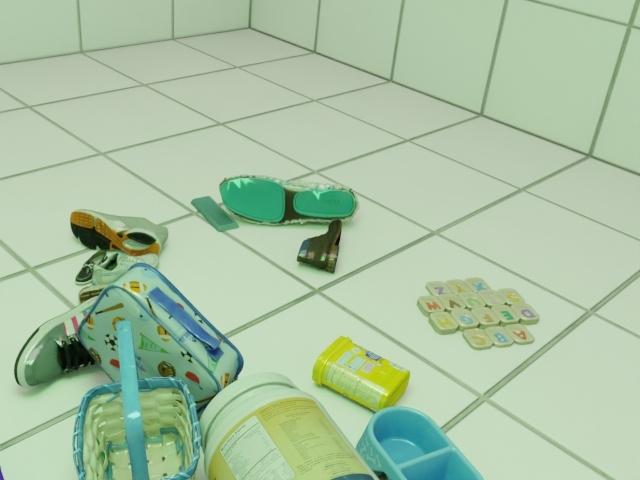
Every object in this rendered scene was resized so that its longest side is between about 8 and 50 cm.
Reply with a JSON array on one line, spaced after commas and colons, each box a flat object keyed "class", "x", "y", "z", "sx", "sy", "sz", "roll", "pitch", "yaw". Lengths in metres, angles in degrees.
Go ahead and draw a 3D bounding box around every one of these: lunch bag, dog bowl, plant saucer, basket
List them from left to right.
[{"class": "basket", "x": -0.297, "y": 0.308, "z": 1.178, "sx": 0.201, "sy": 0.288, "sz": 0.254, "roll": -3, "pitch": 31, "yaw": -15}, {"class": "lunch bag", "x": -0.291, "y": 0.199, "z": 1.348, "sx": 0.303, "sy": 0.243, "sz": 0.115, "roll": 43, "pitch": 36, "yaw": -1}, {"class": "plant saucer", "x": -0.309, "y": -0.081, "z": 2.113, "sx": 0.067, "sy": 0.018, "sz": 0.192, "roll": -14, "pitch": 37, "yaw": -31}, {"class": "dog bowl", "x": 0.183, "y": 0.413, "z": 1.308, "sx": 0.166, "sy": 0.074, "sz": 0.297, "roll": -10, "pitch": 35, "yaw": -27}]

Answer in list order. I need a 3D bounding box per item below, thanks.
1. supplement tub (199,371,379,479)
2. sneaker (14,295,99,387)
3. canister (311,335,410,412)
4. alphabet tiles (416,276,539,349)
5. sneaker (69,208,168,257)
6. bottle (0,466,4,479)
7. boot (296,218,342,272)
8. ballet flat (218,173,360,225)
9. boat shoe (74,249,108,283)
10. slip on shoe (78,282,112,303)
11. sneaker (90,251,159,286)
[{"class": "supplement tub", "x": -0.049, "y": 0.382, "z": 1.163, "sx": 0.228, "sy": 0.228, "sz": 0.316, "roll": -11, "pitch": 34, "yaw": -28}, {"class": "sneaker", "x": -0.457, "y": 0.216, "z": 1.483, "sx": 0.179, "sy": 0.123, "sz": 0.295, "roll": 8, "pitch": 28, "yaw": 22}, {"class": "canister", "x": 0.086, "y": 0.281, "z": 1.516, "sx": 0.170, "sy": 0.073, "sz": 0.126, "roll": 24, "pitch": 34, "yaw": 25}, {"class": "alphabet tiles", "x": 0.392, "y": 0.172, "z": 1.814, "sx": 0.284, "sy": 0.021, "sz": 0.278, "roll": -4, "pitch": 32, "yaw": -18}, {"class": "sneaker", "x": -0.526, "y": -0.026, "z": 1.917, "sx": 0.263, "sy": 0.099, "sz": 0.121, "roll": 19, "pitch": 24, "yaw": 6}, {"class": "bottle", "x": -0.569, "y": 0.400, "z": 1.163, "sx": 0.118, "sy": 0.092, "sz": 0.283, "roll": -13, "pitch": 35, "yaw": -31}, {"class": "boot", "x": 0.000, "y": 0.000, "z": 1.971, "sx": 0.106, "sy": 0.082, "sz": 0.219, "roll": 10, "pitch": 32, "yaw": 0}, {"class": "ballet flat", "x": -0.093, "y": -0.109, "z": 2.126, "sx": 0.409, "sy": 0.147, "sz": 0.147, "roll": 7, "pitch": 30, "yaw": -6}, {"class": "boat shoe", "x": -0.563, "y": 0.064, "z": 1.793, "sx": 0.046, "sy": 0.038, "sz": 0.125, "roll": 15, "pitch": 31, "yaw": 14}, {"class": "slip on shoe", "x": -0.496, "y": 0.121, "z": 1.705, "sx": 0.135, "sy": 0.051, "sz": 0.041, "roll": -10, "pitch": 22, "yaw": -15}, {"class": "sneaker", "x": -0.473, "y": 0.060, "z": 1.776, "sx": 0.071, "sy": 0.082, "sz": 0.191, "roll": 25, "pitch": 34, "yaw": 31}]
